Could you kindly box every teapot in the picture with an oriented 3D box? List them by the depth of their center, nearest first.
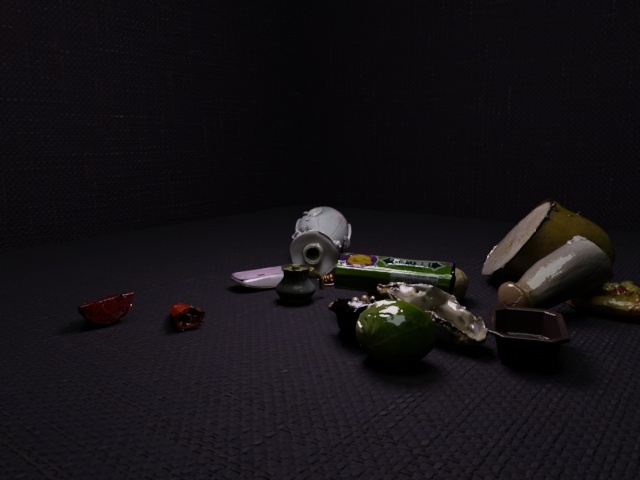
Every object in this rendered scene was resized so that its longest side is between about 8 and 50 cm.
[{"bbox_3d":[-0.064,0.137,1.763,0.165,0.120,0.130,-5,12,-27],"label":"teapot"}]

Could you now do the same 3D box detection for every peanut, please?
[{"bbox_3d":[0.412,0.135,1.789,0.123,0.124,0.257,-1,6,-2],"label":"peanut"}]

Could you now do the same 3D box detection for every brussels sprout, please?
[{"bbox_3d":[0.173,0.216,1.266,0.180,0.162,0.144,-12,-31,19],"label":"brussels sprout"}]

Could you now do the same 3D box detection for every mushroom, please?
[{"bbox_3d":[0.695,0.110,1.588,0.407,0.154,0.137,-20,30,-23],"label":"mushroom"}]

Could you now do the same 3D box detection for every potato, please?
[{"bbox_3d":[0.781,0.072,1.849,0.295,0.397,0.290,36,38,5],"label":"potato"}]

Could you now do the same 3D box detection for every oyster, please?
[{"bbox_3d":[0.289,0.202,1.439,0.341,0.111,0.166,11,28,33],"label":"oyster"}]

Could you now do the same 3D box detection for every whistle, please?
[{"bbox_3d":[0.045,0.146,1.973,0.109,0.057,0.046,-12,-32,-12],"label":"whistle"}]

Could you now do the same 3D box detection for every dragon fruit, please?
[{"bbox_3d":[-0.622,0.202,1.572,0.162,0.083,0.106,-22,9,-40],"label":"dragon fruit"}]

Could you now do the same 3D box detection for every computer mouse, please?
[{"bbox_3d":[-0.199,0.135,1.944,0.245,0.056,0.125,-6,13,-32],"label":"computer mouse"}]

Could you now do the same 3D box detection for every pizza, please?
[{"bbox_3d":[0.911,0.169,1.669,0.279,0.075,0.287,8,15,37],"label":"pizza"}]

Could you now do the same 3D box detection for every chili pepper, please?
[{"bbox_3d":[-0.399,0.208,1.568,0.088,0.065,0.168,-5,8,-29],"label":"chili pepper"}]

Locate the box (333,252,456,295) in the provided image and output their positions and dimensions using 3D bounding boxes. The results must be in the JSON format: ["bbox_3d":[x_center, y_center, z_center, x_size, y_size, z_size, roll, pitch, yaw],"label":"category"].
[{"bbox_3d":[0.220,0.108,1.598,0.345,0.097,0.134,5,23,16],"label":"box"}]

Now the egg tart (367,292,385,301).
[{"bbox_3d":[0.236,0.180,1.645,0.191,0.075,0.191,0,11,0],"label":"egg tart"}]

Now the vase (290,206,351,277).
[{"bbox_3d":[0.000,0.000,2.233,0.249,0.250,0.445,1,15,7],"label":"vase"}]

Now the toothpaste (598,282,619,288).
[{"bbox_3d":[0.895,0.162,1.825,0.215,0.037,0.062,-5,8,-2],"label":"toothpaste"}]

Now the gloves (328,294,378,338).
[{"bbox_3d":[0.104,0.200,1.446,0.164,0.124,0.203,17,-11,-4],"label":"gloves"}]

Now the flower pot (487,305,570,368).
[{"bbox_3d":[0.498,0.236,1.316,0.178,0.084,0.251,3,10,18],"label":"flower pot"}]
